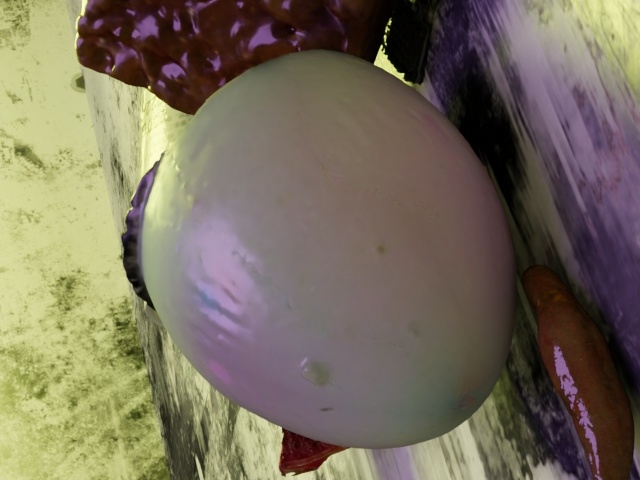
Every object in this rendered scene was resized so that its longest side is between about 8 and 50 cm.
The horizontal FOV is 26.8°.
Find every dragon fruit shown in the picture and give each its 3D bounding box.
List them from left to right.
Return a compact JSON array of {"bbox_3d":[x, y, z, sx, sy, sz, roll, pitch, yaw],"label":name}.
[{"bbox_3d":[0.006,0.182,1.791,0.161,0.126,0.274,112,161,-73],"label":"dragon fruit"}]

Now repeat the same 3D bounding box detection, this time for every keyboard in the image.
[{"bbox_3d":[0.072,-0.264,1.552,0.231,0.023,0.072,-119,30,-50],"label":"keyboard"}]

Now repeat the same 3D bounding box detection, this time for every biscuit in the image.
[{"bbox_3d":[-0.074,-0.313,1.450,0.166,0.342,0.395,-53,-13,-52],"label":"biscuit"}]

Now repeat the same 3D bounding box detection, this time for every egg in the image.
[{"bbox_3d":[0.038,0.040,1.289,0.340,0.354,0.354,44,142,36],"label":"egg"}]

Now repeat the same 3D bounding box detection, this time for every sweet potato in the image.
[{"bbox_3d":[0.223,0.103,1.171,0.078,0.058,0.255,72,-179,-51],"label":"sweet potato"}]

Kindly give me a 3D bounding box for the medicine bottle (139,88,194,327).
[{"bbox_3d":[-0.158,-0.066,1.938,0.211,0.211,0.371,116,154,-60],"label":"medicine bottle"}]
